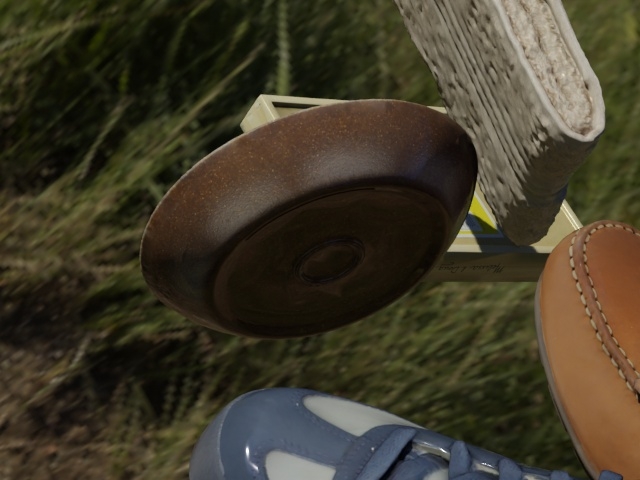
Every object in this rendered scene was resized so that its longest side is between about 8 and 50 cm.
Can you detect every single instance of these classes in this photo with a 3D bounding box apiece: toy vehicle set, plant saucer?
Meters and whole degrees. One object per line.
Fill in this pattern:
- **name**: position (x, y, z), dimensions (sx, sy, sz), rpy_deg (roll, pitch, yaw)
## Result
- **toy vehicle set**: position (0.083, -0.039, 1.544), dimensions (0.267, 0.035, 0.166), rpy_deg (1, 46, -38)
- **plant saucer**: position (0.000, 0.000, 1.075), dimensions (0.199, 0.198, 0.036), rpy_deg (0, 51, -30)

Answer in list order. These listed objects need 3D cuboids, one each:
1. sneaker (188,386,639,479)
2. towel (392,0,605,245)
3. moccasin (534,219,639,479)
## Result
- **sneaker**: position (0.102, 0.121, 0.775), dimensions (0.319, 0.131, 0.112), rpy_deg (25, 42, 7)
- **towel**: position (0.103, -0.149, 1.278), dimensions (0.049, 0.187, 0.282), rpy_deg (-19, 72, -12)
- **moccasin**: position (0.236, 0.125, 0.969), dimensions (0.139, 0.147, 0.380), rpy_deg (2, 43, -33)
